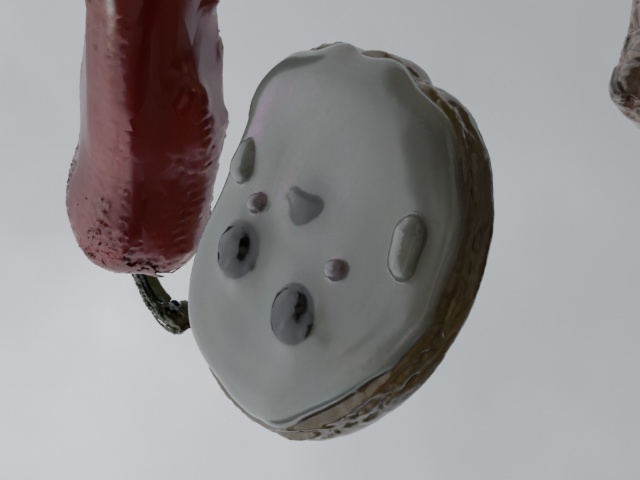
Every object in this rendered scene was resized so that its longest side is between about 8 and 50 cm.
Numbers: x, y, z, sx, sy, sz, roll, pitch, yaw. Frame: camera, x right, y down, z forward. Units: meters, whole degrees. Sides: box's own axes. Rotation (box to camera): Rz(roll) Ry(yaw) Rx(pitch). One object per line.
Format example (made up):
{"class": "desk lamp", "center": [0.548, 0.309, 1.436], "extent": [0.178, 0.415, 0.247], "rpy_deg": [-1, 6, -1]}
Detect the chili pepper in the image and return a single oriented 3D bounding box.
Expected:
{"class": "chili pepper", "center": [-0.116, -0.085, 0.780], "extent": [0.110, 0.110, 0.387], "rpy_deg": [-30, -36, -38]}

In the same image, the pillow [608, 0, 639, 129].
{"class": "pillow", "center": [0.335, -0.117, 0.959], "extent": [0.223, 0.084, 0.236], "rpy_deg": [35, -139, -10]}

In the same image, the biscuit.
{"class": "biscuit", "center": [0.000, 0.000, 0.607], "extent": [0.049, 0.181, 0.208], "rpy_deg": [19, -82, -46]}
